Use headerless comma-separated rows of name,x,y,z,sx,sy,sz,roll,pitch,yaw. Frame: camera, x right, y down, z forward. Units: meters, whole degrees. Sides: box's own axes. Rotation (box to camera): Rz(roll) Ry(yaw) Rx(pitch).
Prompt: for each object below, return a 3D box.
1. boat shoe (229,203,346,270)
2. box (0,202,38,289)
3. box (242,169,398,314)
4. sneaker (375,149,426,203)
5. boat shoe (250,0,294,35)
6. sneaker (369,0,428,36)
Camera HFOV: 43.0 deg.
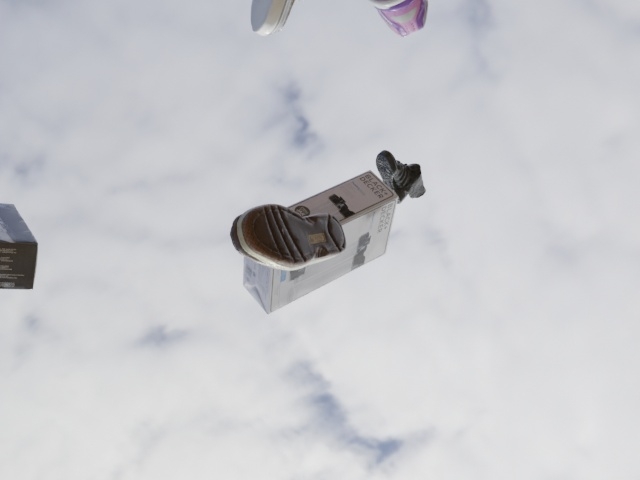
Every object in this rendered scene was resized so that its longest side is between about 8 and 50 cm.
boat shoe,-0.060,0.008,1.181,0.257,0.095,0.095,8,-114,-59
box,-0.588,-0.001,1.173,0.307,0.242,0.076,4,-77,-29
box,0.000,0.000,1.513,0.290,0.169,0.087,-25,-126,-29
sneaker,0.175,-0.144,1.733,0.089,0.051,0.170,-42,-45,-21
boat shoe,-0.021,-0.287,0.847,0.063,0.066,0.184,24,-115,-26
sneaker,0.109,-0.381,1.189,0.104,0.095,0.236,51,-155,-41
